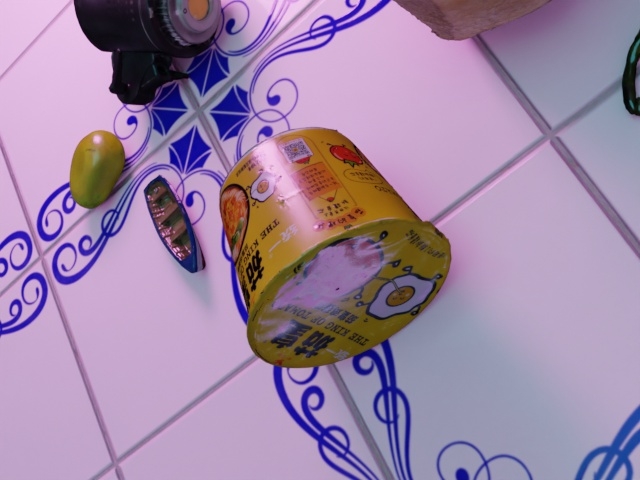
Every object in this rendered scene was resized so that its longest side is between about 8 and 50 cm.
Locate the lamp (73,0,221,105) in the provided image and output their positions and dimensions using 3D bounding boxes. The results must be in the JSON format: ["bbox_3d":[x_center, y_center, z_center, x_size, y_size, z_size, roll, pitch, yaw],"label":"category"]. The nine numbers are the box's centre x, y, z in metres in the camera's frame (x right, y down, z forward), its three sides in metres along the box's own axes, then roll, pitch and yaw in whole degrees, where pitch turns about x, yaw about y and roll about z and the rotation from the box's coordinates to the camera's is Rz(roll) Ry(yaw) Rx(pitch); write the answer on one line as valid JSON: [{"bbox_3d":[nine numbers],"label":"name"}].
[{"bbox_3d":[-0.331,-0.475,1.520,0.272,0.205,0.374,-12,90,34],"label":"lamp"}]

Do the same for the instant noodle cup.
[{"bbox_3d":[0.000,0.000,1.180,0.325,0.325,0.254,-41,52,18],"label":"instant noodle cup"}]

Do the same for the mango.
[{"bbox_3d":[-0.470,-0.151,1.607,0.117,0.089,0.163,37,100,31],"label":"mango"}]

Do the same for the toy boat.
[{"bbox_3d":[-0.275,-0.026,1.489,0.080,0.046,0.229,-41,63,17],"label":"toy boat"}]

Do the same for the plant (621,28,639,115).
[{"bbox_3d":[0.503,-0.366,1.027,0.333,0.180,0.251,-30,55,27],"label":"plant"}]

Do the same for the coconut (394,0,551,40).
[{"bbox_3d":[0.228,-0.503,1.092,0.404,0.404,0.404,-7,76,30],"label":"coconut"}]
